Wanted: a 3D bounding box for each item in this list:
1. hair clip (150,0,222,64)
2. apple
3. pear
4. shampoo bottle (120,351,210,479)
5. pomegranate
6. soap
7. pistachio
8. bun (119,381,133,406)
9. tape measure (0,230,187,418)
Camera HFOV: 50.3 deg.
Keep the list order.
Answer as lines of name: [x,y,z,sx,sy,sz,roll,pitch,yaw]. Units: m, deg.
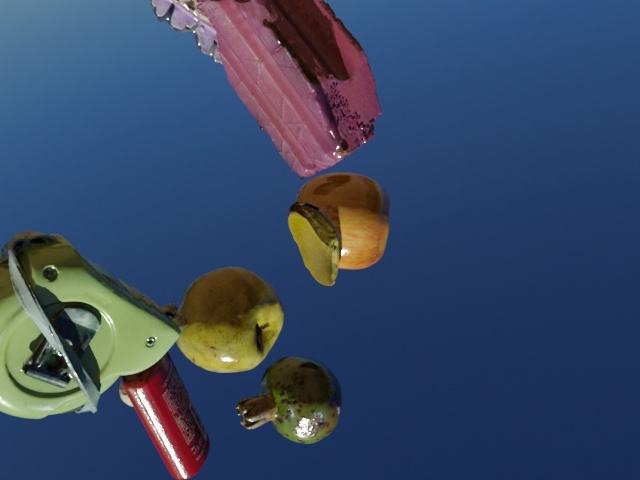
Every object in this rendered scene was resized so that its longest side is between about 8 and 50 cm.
hair clip: [-0.178,-0.356,1.102,0.084,0.292,0.106,40,-79,45]
apple: [0.050,-0.048,1.710,0.241,0.242,0.242,7,-148,-3]
pear: [-0.267,0.224,1.915,0.304,0.304,0.304,-15,-149,9]
shampoo bottle: [-0.277,0.272,1.180,0.076,0.314,0.118,-7,-147,14]
pomegranate: [-0.067,0.359,1.521,0.248,0.202,0.202,-15,-156,-31]
soap: [-0.045,-0.234,0.908,0.112,0.289,0.182,-45,-168,-29]
pistachio: [0.000,0.000,1.253,0.090,0.173,0.049,-1,-152,44]
bun: [-0.427,0.346,1.595,0.055,0.086,0.086,-26,-164,51]
tape measure: [-0.253,0.088,0.659,0.175,0.200,0.106,-50,-135,-10]
